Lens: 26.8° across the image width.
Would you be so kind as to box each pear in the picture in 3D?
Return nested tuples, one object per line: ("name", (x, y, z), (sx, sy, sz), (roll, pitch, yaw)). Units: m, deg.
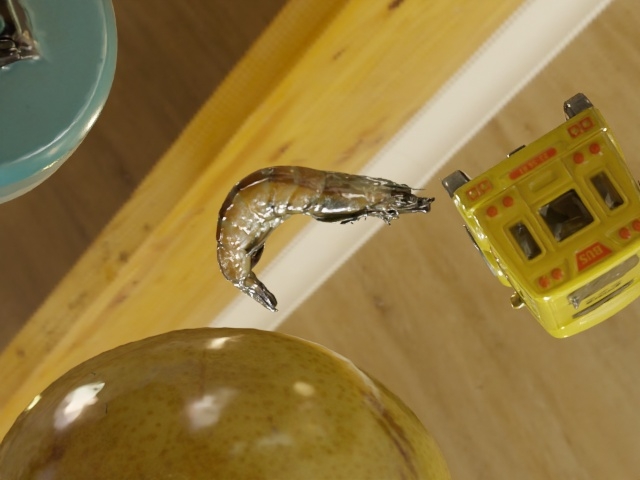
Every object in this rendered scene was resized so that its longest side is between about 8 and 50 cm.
("pear", (-0.051, 0.138, 0.574), (0.209, 0.209, 0.208), (7, -79, 39))

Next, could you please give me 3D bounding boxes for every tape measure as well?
("tape measure", (-0.147, -0.074, 0.520), (0.125, 0.146, 0.081), (69, -22, 2))

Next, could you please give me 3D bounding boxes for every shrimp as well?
("shrimp", (0.000, 0.000, 1.592), (0.051, 0.262, 0.198), (-116, -148, -50))

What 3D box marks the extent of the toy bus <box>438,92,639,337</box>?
("toy bus", (0.213, -0.006, 1.176), (0.144, 0.330, 0.152), (-32, -104, 5))
